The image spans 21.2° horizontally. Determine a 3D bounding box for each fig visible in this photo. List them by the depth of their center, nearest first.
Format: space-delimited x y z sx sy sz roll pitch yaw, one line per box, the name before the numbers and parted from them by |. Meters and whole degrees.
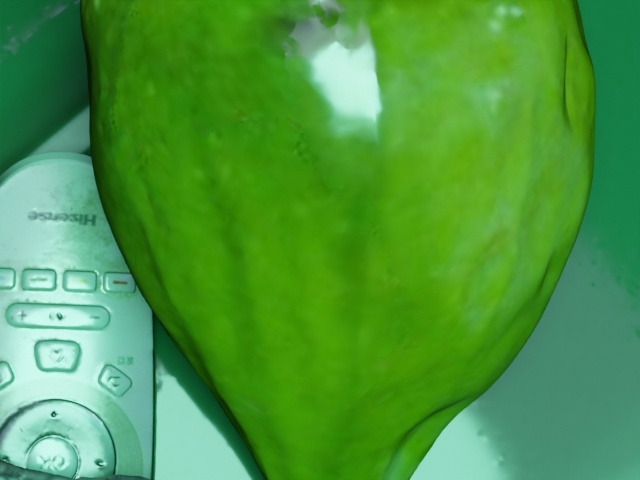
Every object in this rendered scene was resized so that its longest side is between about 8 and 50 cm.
fig | 0.017 -0.025 0.764 0.233 0.233 0.314 -21 126 -8

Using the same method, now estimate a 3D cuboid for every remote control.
remote control | -0.125 0.087 0.783 0.097 0.045 0.256 5 82 -11

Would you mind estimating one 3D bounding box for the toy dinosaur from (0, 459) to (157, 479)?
toy dinosaur | -0.059 0.196 0.739 0.294 0.077 0.162 33 76 -22
